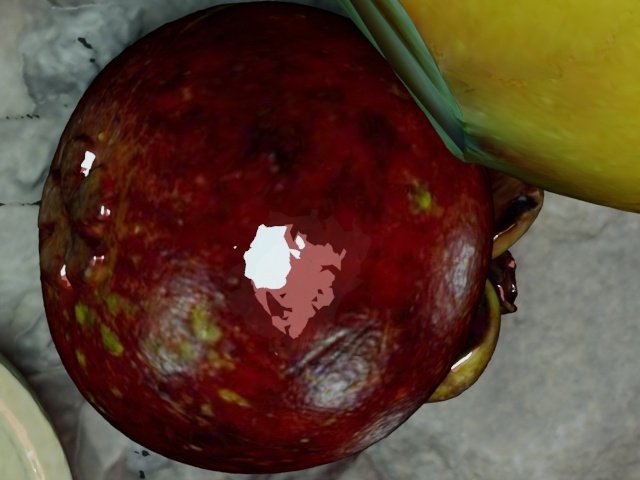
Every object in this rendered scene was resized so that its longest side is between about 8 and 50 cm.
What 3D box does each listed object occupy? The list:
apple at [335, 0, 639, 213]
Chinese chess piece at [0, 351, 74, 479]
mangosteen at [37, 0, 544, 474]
[{"bbox_3d":[0.144,-0.176,0.527,0.374,0.384,0.374,-3,76,12],"label":"apple"},{"bbox_3d":[-0.230,0.142,0.648,0.250,0.101,0.250,3,84,-36],"label":"Chinese chess piece"},{"bbox_3d":[0.000,0.000,0.658,0.257,0.215,0.215,3,111,-35],"label":"mangosteen"}]
